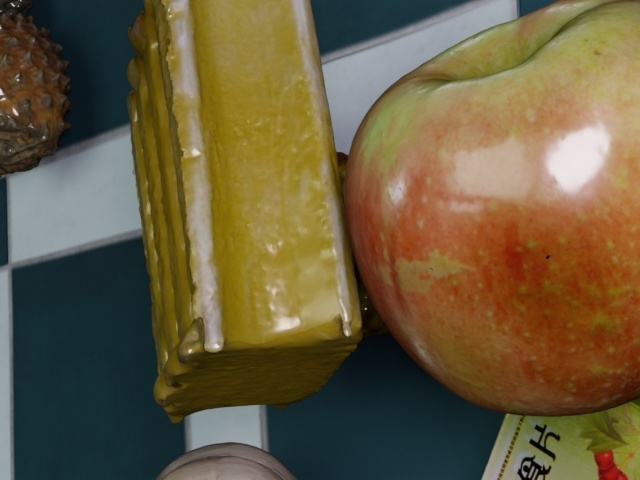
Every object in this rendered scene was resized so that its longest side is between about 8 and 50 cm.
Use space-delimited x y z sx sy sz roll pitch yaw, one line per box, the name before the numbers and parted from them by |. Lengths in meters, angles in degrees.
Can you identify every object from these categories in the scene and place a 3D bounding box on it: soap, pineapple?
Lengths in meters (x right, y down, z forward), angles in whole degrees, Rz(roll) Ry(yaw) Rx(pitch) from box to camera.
soap | -0.080 -0.029 1.148 0.293 0.156 0.335 113 150 -67
pineapple | -0.401 -0.255 1.732 0.175 0.175 0.361 -34 47 39

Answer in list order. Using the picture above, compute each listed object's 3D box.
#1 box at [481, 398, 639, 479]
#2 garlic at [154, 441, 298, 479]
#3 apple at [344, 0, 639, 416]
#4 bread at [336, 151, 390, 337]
box | 0.208 0.238 1.090 0.175 0.062 0.261 30 108 44
garlic | -0.093 0.340 1.269 0.322 0.241 0.322 17 111 51
apple | 0.174 -0.018 0.982 0.319 0.319 0.277 -8 111 46
bread | 0.000 0.000 1.313 0.222 0.096 0.181 6 93 46
